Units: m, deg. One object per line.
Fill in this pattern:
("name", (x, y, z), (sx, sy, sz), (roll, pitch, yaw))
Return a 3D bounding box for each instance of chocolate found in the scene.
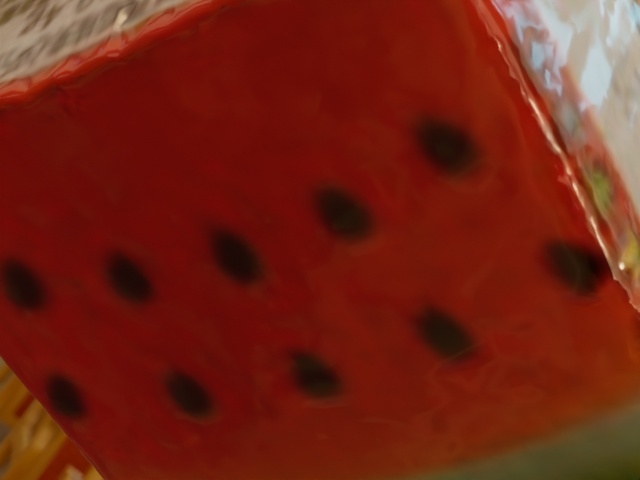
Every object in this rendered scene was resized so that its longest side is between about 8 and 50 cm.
("chocolate", (0.000, 0.000, 0.578), (0.341, 0.360, 0.161), (57, 32, -26))
